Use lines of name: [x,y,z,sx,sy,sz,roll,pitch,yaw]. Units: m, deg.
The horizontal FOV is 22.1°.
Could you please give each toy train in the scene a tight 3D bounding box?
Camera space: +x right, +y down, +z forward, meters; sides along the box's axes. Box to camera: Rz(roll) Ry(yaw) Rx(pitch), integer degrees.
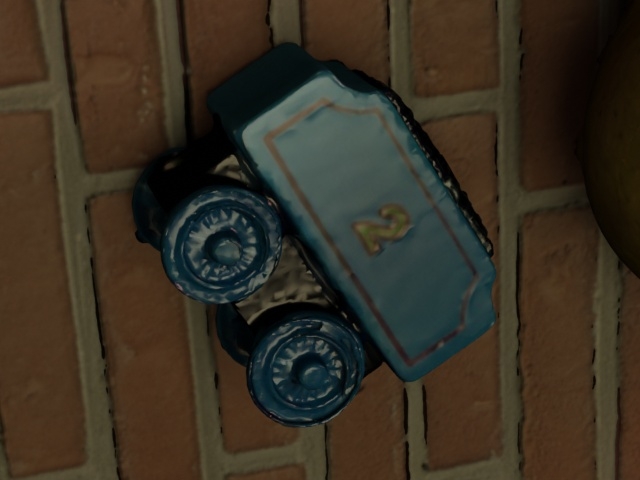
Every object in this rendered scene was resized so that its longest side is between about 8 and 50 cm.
toy train: [0.000,0.000,1.449,0.265,0.188,0.300,-35,112,-3]

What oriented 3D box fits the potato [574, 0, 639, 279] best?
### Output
potato: [0.427,-0.050,1.424,0.442,0.385,0.319,22,121,-13]
